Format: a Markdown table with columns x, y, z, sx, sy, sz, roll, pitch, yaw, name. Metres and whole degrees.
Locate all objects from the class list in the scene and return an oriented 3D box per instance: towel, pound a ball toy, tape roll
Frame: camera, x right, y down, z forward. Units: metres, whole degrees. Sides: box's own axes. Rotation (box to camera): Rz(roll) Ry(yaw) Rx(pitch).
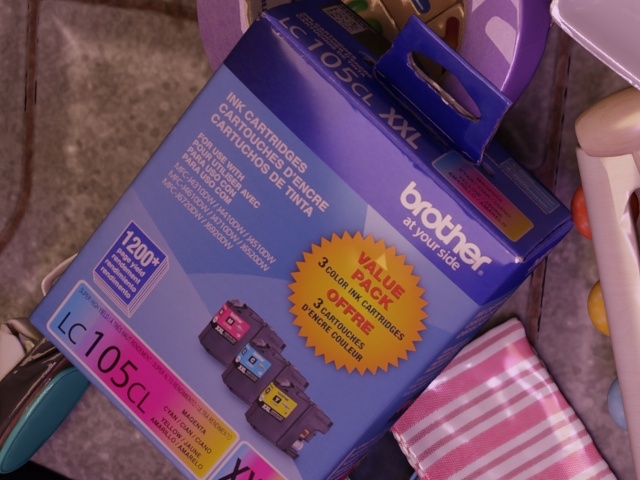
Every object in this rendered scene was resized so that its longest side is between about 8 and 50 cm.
| x | y | z | sx | sy | sz | roll | pitch | yaw | name |
| --- | --- | --- | --- | --- | --- | --- | --- | --- | --- |
| 0.153 | 0.179 | 1.541 | 0.144 | 0.029 | 0.197 | -31 | 89 | -11 | towel |
| 0.251 | 0.032 | 1.404 | 0.136 | 0.208 | 0.319 | -8 | 100 | 26 | pound a ball toy |
| 0.042 | -0.192 | 1.494 | 0.275 | 0.090 | 0.275 | 6 | 104 | 22 | tape roll |

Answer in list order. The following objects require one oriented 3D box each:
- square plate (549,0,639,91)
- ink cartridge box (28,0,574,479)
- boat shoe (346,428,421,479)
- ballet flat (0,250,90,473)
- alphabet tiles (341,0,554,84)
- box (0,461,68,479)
| x | y | z | sx | sy | sz | roll | pitch | yaw | name |
| --- | --- | --- | --- | --- | --- | --- | --- | --- | --- |
| 0.386 | -0.182 | 1.237 | 0.344 | 0.049 | 0.347 | 37 | 107 | -14 | square plate |
| 0.000 | 0.000 | 1.432 | 0.270 | 0.151 | 0.395 | 43 | 114 | 8 | ink cartridge box |
| 0.100 | 0.232 | 1.586 | 0.258 | 0.089 | 0.109 | 41 | 115 | 10 | boat shoe |
| -0.230 | 0.086 | 1.700 | 0.280 | 0.095 | 0.096 | -48 | 72 | 15 | ballet flat |
| 0.076 | -0.305 | 1.506 | 0.285 | 0.011 | 0.342 | -31 | 89 | 27 | alphabet tiles |
| -0.386 | 0.357 | 1.780 | 0.343 | 0.179 | 0.312 | 21 | 112 | 18 | box |
